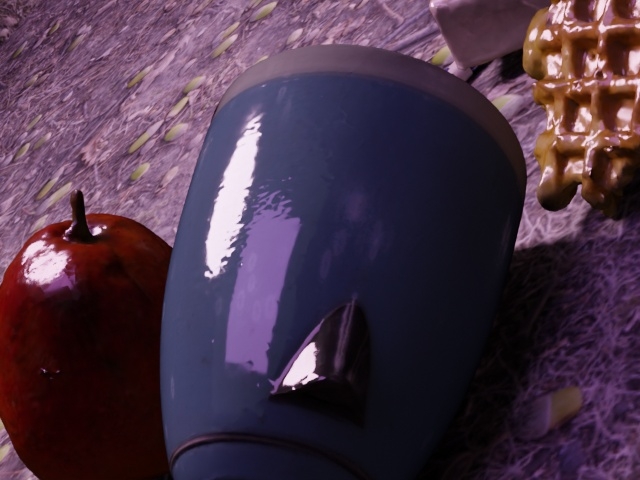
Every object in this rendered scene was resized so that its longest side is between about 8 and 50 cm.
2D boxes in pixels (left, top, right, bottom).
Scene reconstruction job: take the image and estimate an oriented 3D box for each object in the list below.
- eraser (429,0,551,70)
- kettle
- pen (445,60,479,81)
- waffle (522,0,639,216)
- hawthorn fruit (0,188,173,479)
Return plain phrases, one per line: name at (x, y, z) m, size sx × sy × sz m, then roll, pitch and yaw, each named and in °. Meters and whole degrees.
eraser at (0.205, -0.305, 1.492) m, size 0.144 × 0.078 × 0.343 m, roll -18°, pitch 31°, yaw 24°
kettle at (-0.010, 0.085, 1.073) m, size 0.319 × 0.247 × 0.342 m, roll 116°, pitch 172°, yaw -54°
pen at (0.115, -0.143, 1.459) m, size 0.204 × 0.025 × 0.025 m, roll -48°, pitch 24°, yaw -9°
waffle at (0.258, -0.143, 1.061) m, size 0.301 × 0.058 × 0.282 m, roll -33°, pitch 55°, yaw 47°
hawthorn fruit at (-0.188, 0.082, 1.273) m, size 0.224 × 0.261 × 0.224 m, roll -13°, pitch 29°, yaw 7°
